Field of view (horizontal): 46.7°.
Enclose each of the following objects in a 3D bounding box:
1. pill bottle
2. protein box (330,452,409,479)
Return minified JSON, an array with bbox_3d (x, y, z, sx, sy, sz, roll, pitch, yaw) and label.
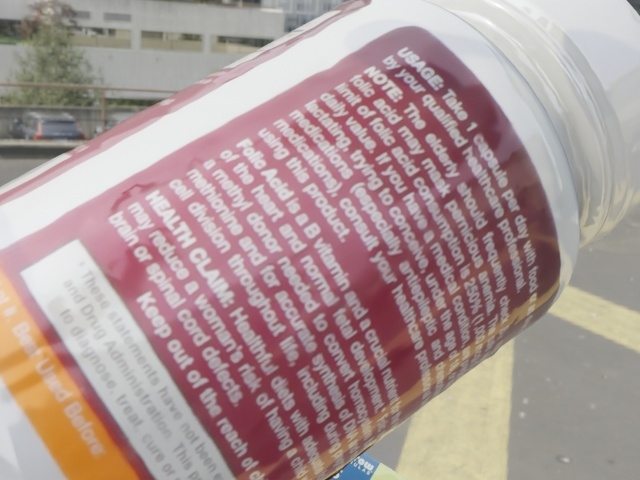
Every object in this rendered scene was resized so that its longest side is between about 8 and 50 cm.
[{"bbox_3d":[0.000,0.000,0.432,0.392,0.224,0.224,-33,29,-18],"label":"pill bottle"},{"bbox_3d":[-0.021,0.323,0.731,0.136,0.200,0.201,28,56,16],"label":"protein box"}]
